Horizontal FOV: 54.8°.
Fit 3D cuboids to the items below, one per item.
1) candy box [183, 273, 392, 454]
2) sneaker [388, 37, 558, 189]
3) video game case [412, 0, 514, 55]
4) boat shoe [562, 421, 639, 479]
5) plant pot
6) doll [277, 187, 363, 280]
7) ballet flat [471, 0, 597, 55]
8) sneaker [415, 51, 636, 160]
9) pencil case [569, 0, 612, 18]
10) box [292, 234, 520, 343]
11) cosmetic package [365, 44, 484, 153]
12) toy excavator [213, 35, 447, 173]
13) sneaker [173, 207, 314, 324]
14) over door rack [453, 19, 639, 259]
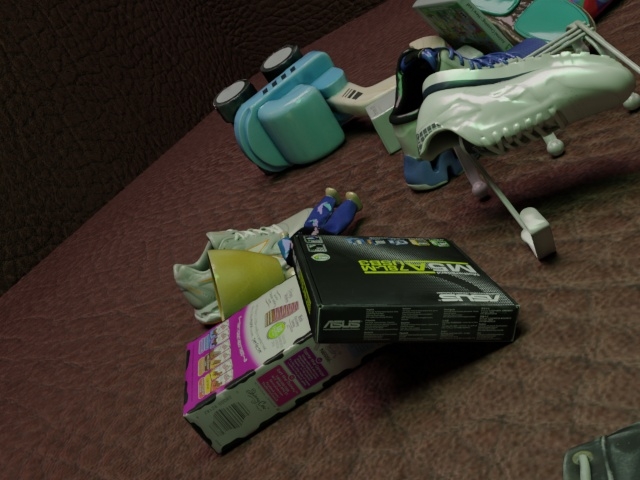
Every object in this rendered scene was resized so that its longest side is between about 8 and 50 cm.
[{"bbox_3d":[-0.046,0.123,0.731,0.233,0.071,0.159,-34,23,3],"label":"candy box"},{"bbox_3d":[0.223,-0.239,0.939,0.315,0.182,0.127,-41,30,-12],"label":"sneaker"},{"bbox_3d":[0.281,-0.388,1.170,0.023,0.193,0.212,-51,21,6],"label":"video game case"},{"bbox_3d":[0.156,0.204,0.245,0.119,0.121,0.335,-31,10,30],"label":"boat shoe"},{"bbox_3d":[-0.099,0.069,0.873,0.095,0.134,0.134,-13,18,-12],"label":"plant pot"},{"bbox_3d":[0.000,0.000,0.936,0.129,0.046,0.189,14,53,26],"label":"doll"},{"bbox_3d":[0.373,-0.387,1.113,0.107,0.106,0.316,-43,48,5],"label":"ballet flat"},{"bbox_3d":[0.216,-0.138,0.675,0.235,0.090,0.095,-2,67,39],"label":"sneaker"},{"bbox_3d":[0.502,-0.469,1.151,0.236,0.104,0.104,-37,22,-11],"label":"pencil case"},{"bbox_3d":[0.074,0.044,0.630,0.190,0.045,0.184,2,18,-9],"label":"box"},{"bbox_3d":[0.205,-0.270,1.176,0.231,0.086,0.117,-29,22,9],"label":"cosmetic package"},{"bbox_3d":[0.030,-0.305,1.389,0.433,0.222,0.445,-40,35,-8],"label":"toy excavator"},{"bbox_3d":[-0.115,0.016,0.987,0.262,0.121,0.099,-38,21,-11],"label":"sneaker"},{"bbox_3d":[0.293,-0.123,0.742,0.239,0.108,0.324,-31,36,9],"label":"over door rack"}]
